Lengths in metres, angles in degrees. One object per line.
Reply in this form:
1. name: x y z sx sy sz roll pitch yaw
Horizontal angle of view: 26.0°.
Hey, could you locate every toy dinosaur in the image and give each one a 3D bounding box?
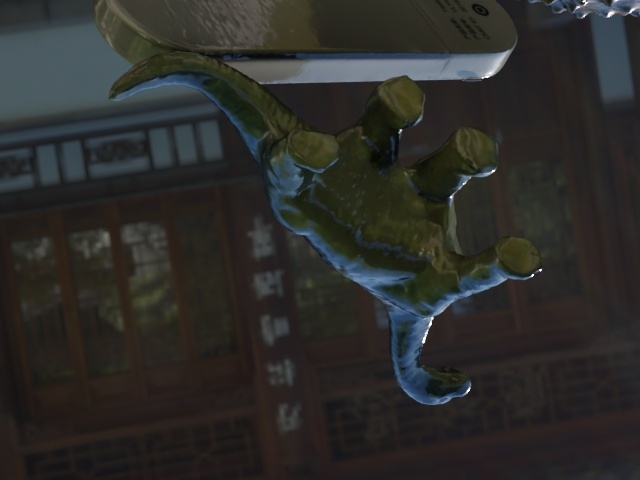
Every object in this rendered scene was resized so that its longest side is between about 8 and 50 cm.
1. toy dinosaur: 0.000 0.000 0.665 0.247 0.075 0.188 23 145 -15

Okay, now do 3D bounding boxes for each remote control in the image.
1. remote control: 0.001 -0.109 0.689 0.245 0.077 0.022 -6 142 -37

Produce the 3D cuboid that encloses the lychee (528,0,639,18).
1. lychee: 0.180 -0.281 0.865 0.300 0.300 0.300 -9 -177 0
